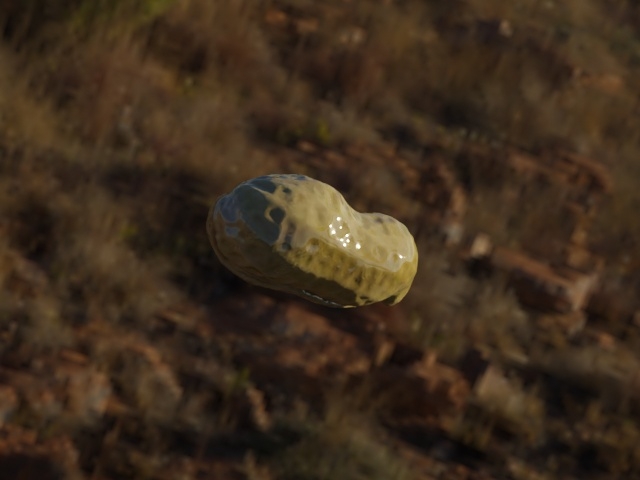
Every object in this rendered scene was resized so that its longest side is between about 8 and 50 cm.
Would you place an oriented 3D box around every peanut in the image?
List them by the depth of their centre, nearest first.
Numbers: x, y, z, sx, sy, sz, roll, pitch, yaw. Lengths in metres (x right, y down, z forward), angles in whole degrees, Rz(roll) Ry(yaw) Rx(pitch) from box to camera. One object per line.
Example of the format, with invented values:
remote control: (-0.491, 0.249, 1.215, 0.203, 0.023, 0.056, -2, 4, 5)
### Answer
peanut: (0.000, 0.000, 1.207, 0.174, 0.080, 0.080, 19, 15, -42)
